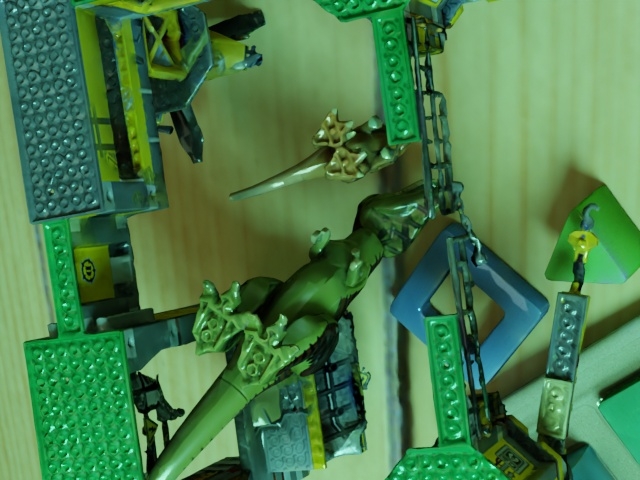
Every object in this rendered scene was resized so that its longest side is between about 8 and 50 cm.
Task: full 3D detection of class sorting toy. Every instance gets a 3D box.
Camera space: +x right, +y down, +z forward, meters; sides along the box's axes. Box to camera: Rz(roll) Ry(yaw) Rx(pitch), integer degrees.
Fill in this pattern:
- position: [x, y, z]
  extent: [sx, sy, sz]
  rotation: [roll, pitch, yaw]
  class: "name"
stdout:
- position: [0.162, 0.132, 0.573]
  extent: [0.348, 0.047, 0.196]
  rotation: [53, 131, 3]
  class: "sorting toy"

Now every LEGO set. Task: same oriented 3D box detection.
- position: [0.000, 0.000, 0.573]
  extent: [0.255, 0.192, 0.331]
  rotation: [-17, 87, 22]
  class: "LEGO set"
